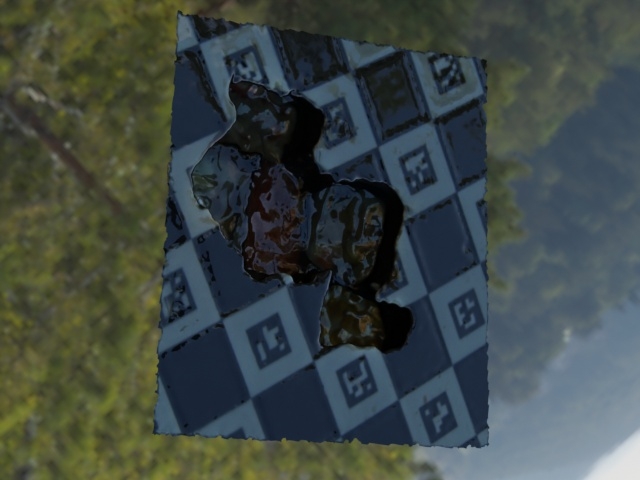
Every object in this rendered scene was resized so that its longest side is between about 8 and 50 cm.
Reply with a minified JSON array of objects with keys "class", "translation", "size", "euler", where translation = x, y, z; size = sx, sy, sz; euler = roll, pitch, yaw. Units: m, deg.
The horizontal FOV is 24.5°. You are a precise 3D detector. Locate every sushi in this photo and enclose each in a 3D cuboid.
[{"class":"sushi","translation":[0.000,0.000,1.053],"size":[0.292,0.294,0.059],"euler":[5,174,-36]}]
